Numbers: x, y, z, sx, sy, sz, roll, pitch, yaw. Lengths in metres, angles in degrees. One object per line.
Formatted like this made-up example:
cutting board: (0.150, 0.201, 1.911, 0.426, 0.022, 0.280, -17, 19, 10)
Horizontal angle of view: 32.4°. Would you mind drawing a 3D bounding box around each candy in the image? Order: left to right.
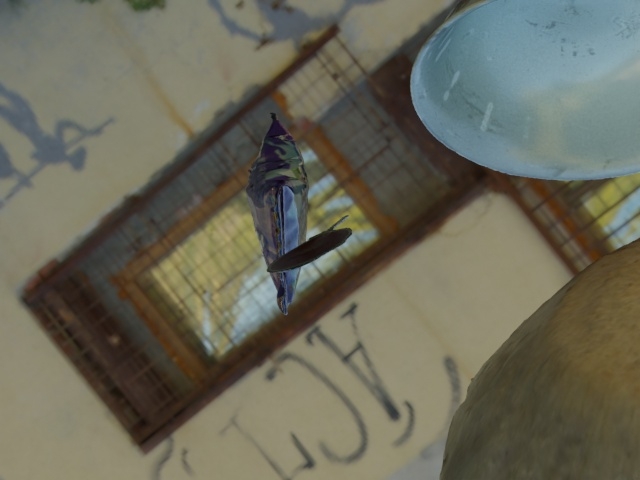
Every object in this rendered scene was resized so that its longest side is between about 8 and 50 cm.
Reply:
candy: (-0.047, -0.037, 1.242, 0.070, 0.145, 0.275, -5, -156, -2)

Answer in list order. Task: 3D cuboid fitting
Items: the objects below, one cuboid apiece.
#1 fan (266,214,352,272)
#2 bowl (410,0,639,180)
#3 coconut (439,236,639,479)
fan: (0.000, 0.000, 0.996, 0.085, 0.005, 0.133, -19, -167, 30)
bowl: (0.345, -0.276, 1.517, 0.435, 0.435, 0.196, -40, -143, 55)
coconut: (0.268, 0.193, 0.644, 0.415, 0.415, 0.344, -39, -155, 9)
